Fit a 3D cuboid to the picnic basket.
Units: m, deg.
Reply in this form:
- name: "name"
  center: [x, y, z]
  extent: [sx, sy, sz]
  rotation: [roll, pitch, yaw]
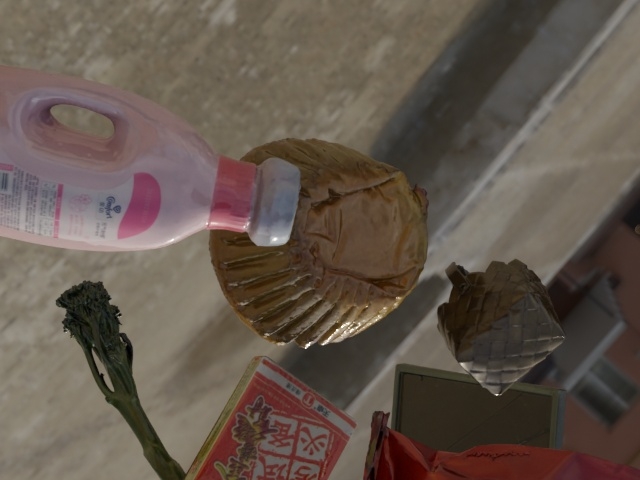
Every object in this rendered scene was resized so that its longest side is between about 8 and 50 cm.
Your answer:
- name: "picnic basket"
  center: [0.211, 0.085, 1.626]
  extent: [0.138, 0.128, 0.178]
  rotation: [-42, -157, 11]

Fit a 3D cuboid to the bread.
- name: "bread"
  center: [0.000, 0.000, 1.619]
  extent: [0.274, 0.274, 0.149]
  rotation: [-40, -164, -28]

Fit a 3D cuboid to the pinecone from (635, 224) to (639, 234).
- name: "pinecone"
  center: [0.548, 0.005, 1.870]
  extent: [0.185, 0.212, 0.169]
  rotation: [-16, -156, 18]

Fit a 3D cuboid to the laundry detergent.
- name: "laundry detergent"
  center: [-0.186, -0.062, 1.188]
  extent: [0.088, 0.335, 0.159]
  rotation: [-96, -162, -65]

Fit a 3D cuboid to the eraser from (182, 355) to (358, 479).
- name: "eraser"
  center: [-0.070, 0.275, 1.588]
  extent: [0.038, 0.157, 0.230]
  rotation: [-6, -130, 61]

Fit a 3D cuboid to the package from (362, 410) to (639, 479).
- name: "package"
  center: [0.214, 0.257, 0.937]
  extent: [0.123, 0.423, 0.196]
  rotation: [126, -24, -68]

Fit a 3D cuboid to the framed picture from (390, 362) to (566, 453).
- name: "framed picture"
  center: [0.213, 0.309, 1.901]
  extent: [0.020, 0.324, 0.241]
  rotation: [6, 87, -41]

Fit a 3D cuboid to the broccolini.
- name: "broccolini"
  center: [-0.223, 0.221, 1.719]
  extent: [0.079, 0.392, 0.074]
  rotation: [-32, 168, -10]
